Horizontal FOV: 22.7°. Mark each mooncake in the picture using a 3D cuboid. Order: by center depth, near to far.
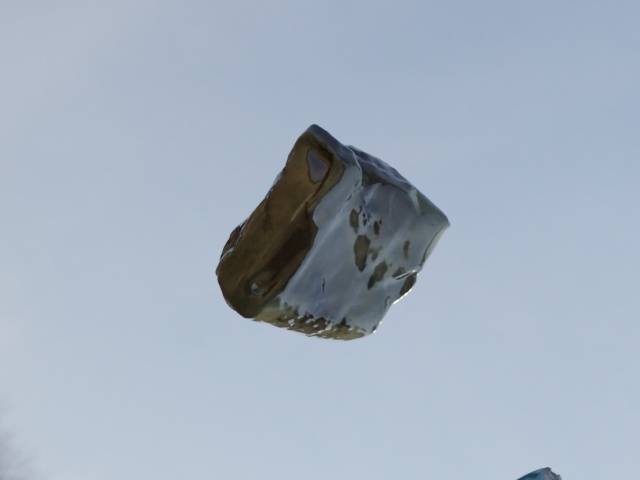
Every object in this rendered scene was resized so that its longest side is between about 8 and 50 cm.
[{"bbox_3d":[0.000,0.000,1.024,0.125,0.130,0.073,29,8,-44],"label":"mooncake"}]

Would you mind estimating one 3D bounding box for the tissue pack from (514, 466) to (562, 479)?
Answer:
[{"bbox_3d":[0.043,0.263,0.791,0.124,0.271,0.201,55,12,-42],"label":"tissue pack"}]
